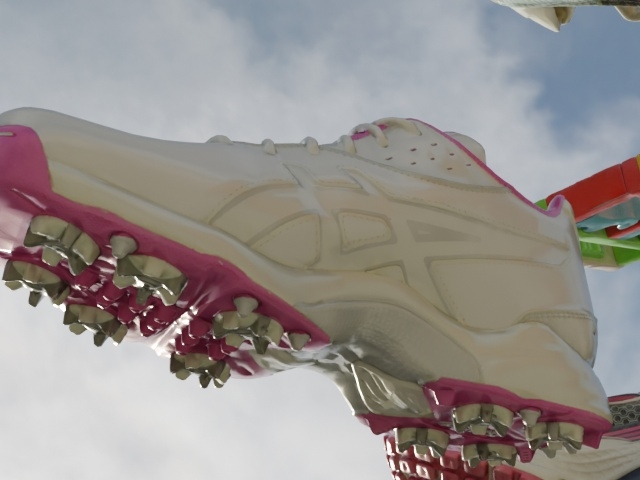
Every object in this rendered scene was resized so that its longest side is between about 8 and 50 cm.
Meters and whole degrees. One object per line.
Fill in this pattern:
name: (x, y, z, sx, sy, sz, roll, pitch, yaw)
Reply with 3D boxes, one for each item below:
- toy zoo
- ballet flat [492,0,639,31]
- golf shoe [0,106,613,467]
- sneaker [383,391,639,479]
toy zoo: (0.307, -0.039, 0.842, 0.192, 0.030, 0.293, 7, -24, -40)
ballet flat: (0.167, -0.159, 0.596, 0.076, 0.222, 0.079, -68, -29, -22)
golf shoe: (0.000, 0.000, 0.439, 0.306, 0.140, 0.115, 24, -27, -29)
sneaker: (0.174, 0.144, 0.616, 0.112, 0.299, 0.120, -50, -54, -43)
